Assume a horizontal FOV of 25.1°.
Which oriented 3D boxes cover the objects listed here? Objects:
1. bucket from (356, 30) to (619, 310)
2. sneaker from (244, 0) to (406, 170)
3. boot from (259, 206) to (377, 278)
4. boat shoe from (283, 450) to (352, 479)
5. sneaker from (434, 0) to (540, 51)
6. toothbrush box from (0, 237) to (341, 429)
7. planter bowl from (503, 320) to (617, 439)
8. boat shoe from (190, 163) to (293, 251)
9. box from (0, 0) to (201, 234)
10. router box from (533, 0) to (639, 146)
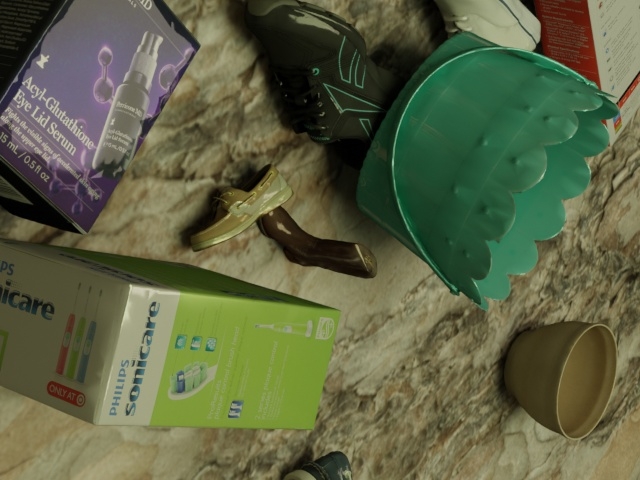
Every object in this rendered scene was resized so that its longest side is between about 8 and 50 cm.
[{"bbox_3d":[0.180,-0.085,1.586,0.281,0.183,0.281,-50,161,-24],"label":"bucket"},{"bbox_3d":[0.005,-0.162,1.479,0.267,0.101,0.106,34,77,-50],"label":"sneaker"},{"bbox_3d":[0.000,0.000,1.510,0.037,0.114,0.106,-61,140,-19],"label":"boot"},{"bbox_3d":[0.020,0.363,1.671,0.079,0.095,0.254,-26,112,-32],"label":"boat shoe"},{"bbox_3d":[0.183,-0.254,1.676,0.258,0.094,0.091,24,80,-51],"label":"sneaker"},{"bbox_3d":[-0.152,0.084,1.273,0.283,0.206,0.122,13,92,-53],"label":"toothbrush box"},{"bbox_3d":[0.322,0.182,1.972,0.162,0.109,0.162,-18,115,-47],"label":"planter bowl"},{"bbox_3d":[-0.087,-0.034,1.453,0.135,0.050,0.045,-37,104,-39],"label":"boat shoe"},{"bbox_3d":[-0.221,-0.135,1.199,0.153,0.108,0.207,47,65,-47],"label":"box"},{"bbox_3d":[0.412,-0.347,1.918,0.335,0.082,0.301,-51,141,-29],"label":"router box"}]
